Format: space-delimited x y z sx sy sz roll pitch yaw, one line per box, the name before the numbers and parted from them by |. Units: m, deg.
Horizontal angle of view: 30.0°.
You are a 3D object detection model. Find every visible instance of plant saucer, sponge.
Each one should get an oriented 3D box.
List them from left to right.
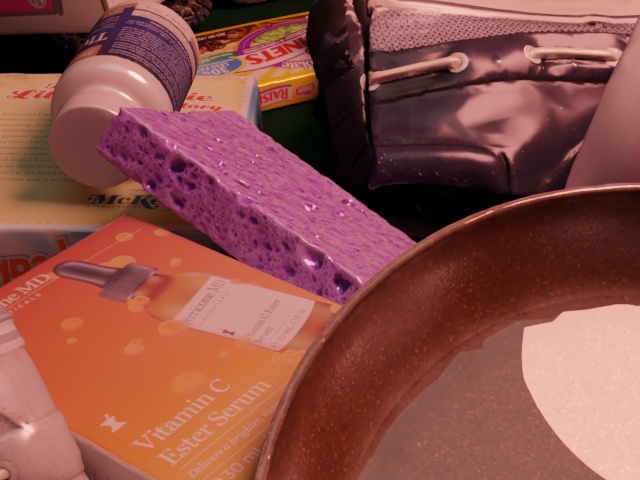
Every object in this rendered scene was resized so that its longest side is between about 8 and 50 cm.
sponge | 0.000 0.000 0.585 0.210 0.031 0.117 37 17 18
plant saucer | 0.130 0.116 0.405 0.310 0.050 0.311 1 54 -2

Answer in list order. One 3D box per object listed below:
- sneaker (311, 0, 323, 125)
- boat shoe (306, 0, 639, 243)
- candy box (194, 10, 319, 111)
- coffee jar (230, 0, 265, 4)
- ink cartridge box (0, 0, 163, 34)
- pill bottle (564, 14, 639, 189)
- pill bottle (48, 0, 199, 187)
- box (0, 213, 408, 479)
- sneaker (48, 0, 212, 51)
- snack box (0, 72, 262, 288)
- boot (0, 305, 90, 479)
sneaker | 0.021 -0.119 0.822 0.084 0.058 0.152 -22 61 -31
boat shoe | 0.161 -0.061 0.722 0.340 0.127 0.158 2 57 -9
candy box | -0.034 -0.135 0.899 0.206 0.027 0.105 -16 39 -23
coffee jar | -0.088 -0.279 1.076 0.096 0.079 0.184 -20 38 -23
ink cartridge box | -0.263 -0.214 0.932 0.371 0.069 0.176 2 31 30
pill bottle | 0.273 -0.003 0.538 0.301 0.169 0.169 24 39 15
pill bottle | -0.110 -0.081 0.664 0.067 0.067 0.120 3 34 6
box | -0.063 0.077 0.508 0.170 0.091 0.130 21 39 30
sneaker | -0.158 -0.181 0.961 0.135 0.052 0.058 -15 22 -25
snack box | -0.202 -0.035 0.713 0.322 0.060 0.187 1 34 3
boot | -0.195 0.133 0.418 0.258 0.123 0.095 -31 -3 7
